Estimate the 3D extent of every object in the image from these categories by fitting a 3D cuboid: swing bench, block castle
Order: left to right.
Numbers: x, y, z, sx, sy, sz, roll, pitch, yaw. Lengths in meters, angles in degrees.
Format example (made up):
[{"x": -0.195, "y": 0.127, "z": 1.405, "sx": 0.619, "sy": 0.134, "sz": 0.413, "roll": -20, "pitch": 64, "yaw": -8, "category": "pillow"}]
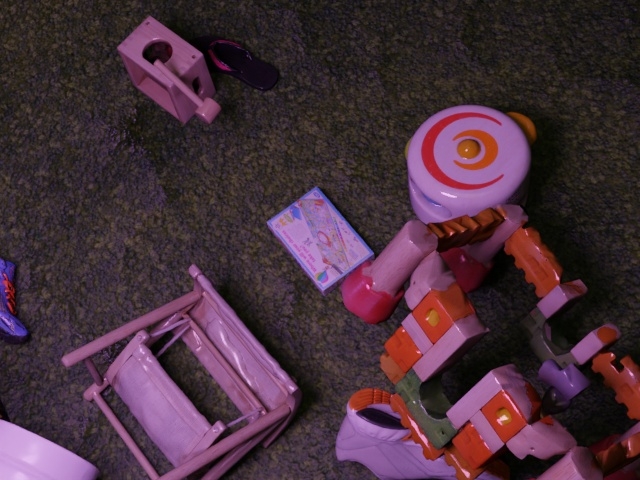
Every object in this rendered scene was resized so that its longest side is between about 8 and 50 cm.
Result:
[{"x": -0.197, "y": 0.220, "z": 1.689, "sx": 0.254, "sy": 0.165, "sz": 0.253, "roll": -35, "pitch": 67, "yaw": -15, "category": "swing bench"}, {"x": 0.254, "y": 0.181, "z": 1.592, "sx": 0.303, "sy": 0.213, "sz": 0.453, "roll": -14, "pitch": 62, "yaw": -44, "category": "block castle"}]

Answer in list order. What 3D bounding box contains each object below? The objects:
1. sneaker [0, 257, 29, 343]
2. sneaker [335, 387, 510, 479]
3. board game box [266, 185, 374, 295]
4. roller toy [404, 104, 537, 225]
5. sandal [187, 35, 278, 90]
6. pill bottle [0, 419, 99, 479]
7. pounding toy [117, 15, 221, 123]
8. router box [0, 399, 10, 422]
[{"x": -0.524, "y": 0.070, "z": 1.831, "sx": 0.087, "sy": 0.083, "sz": 0.221, "roll": -31, "pitch": 70, "yaw": -16, "category": "sneaker"}, {"x": 0.145, "y": 0.310, "z": 1.659, "sx": 0.262, "sy": 0.121, "sz": 0.099, "roll": 23, "pitch": 32, "yaw": -4, "category": "sneaker"}, {"x": 0.000, "y": 0.000, "z": 1.833, "sx": 0.103, "sy": 0.026, "sz": 0.154, "roll": -36, "pitch": 68, "yaw": -9, "category": "board game box"}, {"x": 0.234, "y": -0.109, "z": 1.781, "sx": 0.209, "sy": 0.146, "sz": 0.191, "roll": -1, "pitch": 61, "yaw": 6, "category": "roller toy"}, {"x": -0.155, "y": -0.316, "z": 1.977, "sx": 0.179, "sy": 0.040, "sz": 0.067, "roll": 25, "pitch": 72, "yaw": 15, "category": "sandal"}, {"x": -0.472, "y": 0.448, "z": 1.589, "sx": 0.210, "sy": 0.210, "sz": 0.363, "roll": 21, "pitch": 71, "yaw": 14, "category": "pill bottle"}, {"x": -0.228, "y": -0.279, "z": 1.892, "sx": 0.206, "sy": 0.181, "sz": 0.094, "roll": 37, "pitch": 75, "yaw": 19, "category": "pounding toy"}, {"x": -0.643, "y": 0.279, "z": 1.663, "sx": 0.308, "sy": 0.243, "sz": 0.081, "roll": -29, "pitch": 67, "yaw": -6, "category": "router box"}]
